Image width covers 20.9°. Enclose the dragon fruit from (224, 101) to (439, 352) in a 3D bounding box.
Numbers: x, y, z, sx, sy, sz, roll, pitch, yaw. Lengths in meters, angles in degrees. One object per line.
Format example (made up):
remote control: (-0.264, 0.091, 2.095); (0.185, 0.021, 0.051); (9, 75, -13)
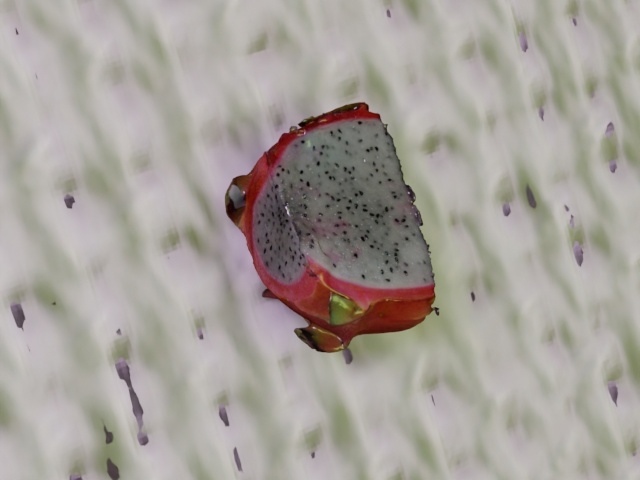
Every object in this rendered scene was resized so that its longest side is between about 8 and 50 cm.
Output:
dragon fruit: (0.000, 0.000, 0.602); (0.056, 0.060, 0.083); (-10, 69, -26)
